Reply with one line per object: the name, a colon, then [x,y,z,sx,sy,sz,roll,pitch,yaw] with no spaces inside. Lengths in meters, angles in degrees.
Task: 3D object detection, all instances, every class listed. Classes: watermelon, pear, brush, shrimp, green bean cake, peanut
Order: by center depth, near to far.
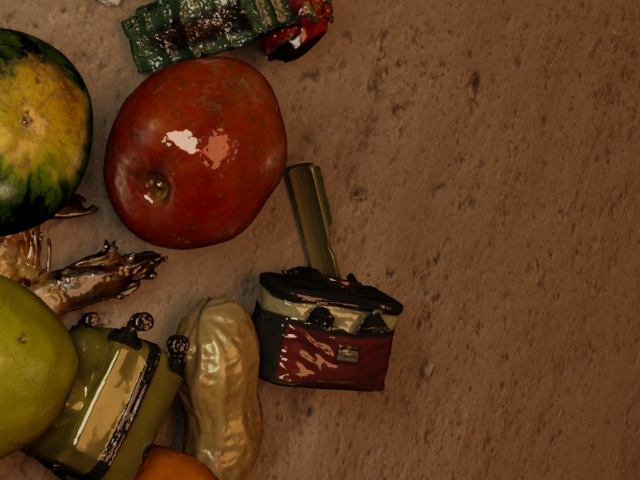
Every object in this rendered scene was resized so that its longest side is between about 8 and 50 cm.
pear: [-0.453,0.152,1.256,0.307,0.253,0.253,1,90,-44]
watermelon: [-0.409,-0.133,1.294,0.269,0.269,0.269,-1,92,-44]
shrimp: [-0.356,0.015,1.480,0.289,0.075,0.178,-19,102,-29]
green bean cake: [-0.163,-0.327,1.558,0.193,0.208,0.107,-25,105,-43]
peanut: [-0.159,0.244,1.626,0.149,0.149,0.313,-13,106,-43]
brush: [0.000,0.000,1.831,0.048,0.054,0.282,-39,120,-60]

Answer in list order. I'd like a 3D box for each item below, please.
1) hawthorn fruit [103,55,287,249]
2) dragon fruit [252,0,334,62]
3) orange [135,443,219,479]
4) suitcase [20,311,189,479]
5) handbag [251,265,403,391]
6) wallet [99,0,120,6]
hawthorn fruit: [-0.176,-0.119,1.506,0.284,0.284,0.284,-1,92,-44]
dragon fruit: [-0.068,-0.380,1.678,0.160,0.166,0.172,-39,89,-3]
orange: [-0.241,0.412,1.493,0.240,0.240,0.240,-1,92,-44]
suitcase: [-0.309,0.212,1.436,0.143,0.194,0.235,38,65,-33]
handbag: [0.007,0.145,1.729,0.254,0.181,0.181,8,98,-28]
wallet: [-0.300,-0.435,1.539,0.095,0.033,0.190,38,65,-36]
